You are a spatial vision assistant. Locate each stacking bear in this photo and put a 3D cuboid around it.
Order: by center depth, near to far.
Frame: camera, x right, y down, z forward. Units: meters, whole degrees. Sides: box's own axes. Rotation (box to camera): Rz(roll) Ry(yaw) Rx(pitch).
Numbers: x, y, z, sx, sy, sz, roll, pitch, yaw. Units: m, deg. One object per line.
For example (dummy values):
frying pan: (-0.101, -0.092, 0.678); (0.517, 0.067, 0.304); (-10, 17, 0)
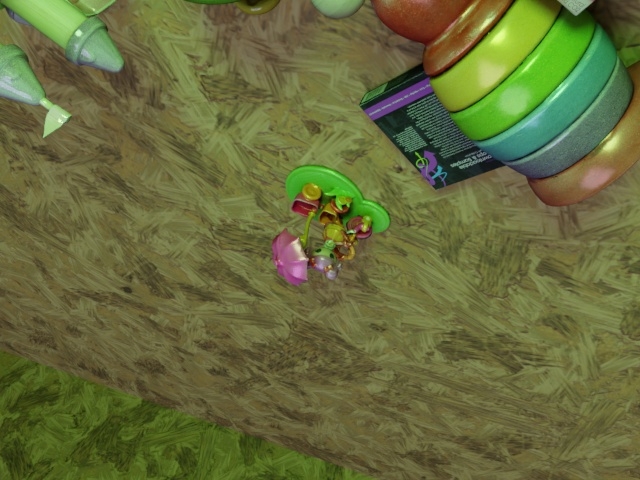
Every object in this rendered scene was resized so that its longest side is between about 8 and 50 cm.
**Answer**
stacking bear: (0.168, -0.181, 0.605); (0.289, 0.164, 0.175); (39, 144, -12)

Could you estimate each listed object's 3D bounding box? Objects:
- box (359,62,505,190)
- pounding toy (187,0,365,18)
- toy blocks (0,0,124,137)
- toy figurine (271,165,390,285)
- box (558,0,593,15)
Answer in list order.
box: (0.141, -0.136, 0.788); (0.116, 0.029, 0.162); (-17, 127, 47)
pounding toy: (-0.053, -0.284, 0.618); (0.236, 0.183, 0.110); (11, 170, 15)
toy blocks: (-0.303, -0.256, 0.675); (0.260, 0.289, 0.309); (35, 142, -5)
toy figurine: (0.000, 0.000, 0.947); (0.173, 0.159, 0.130); (25, 147, 0)
box: (0.147, -0.308, 0.461); (0.256, 0.123, 0.128); (34, 145, -12)
